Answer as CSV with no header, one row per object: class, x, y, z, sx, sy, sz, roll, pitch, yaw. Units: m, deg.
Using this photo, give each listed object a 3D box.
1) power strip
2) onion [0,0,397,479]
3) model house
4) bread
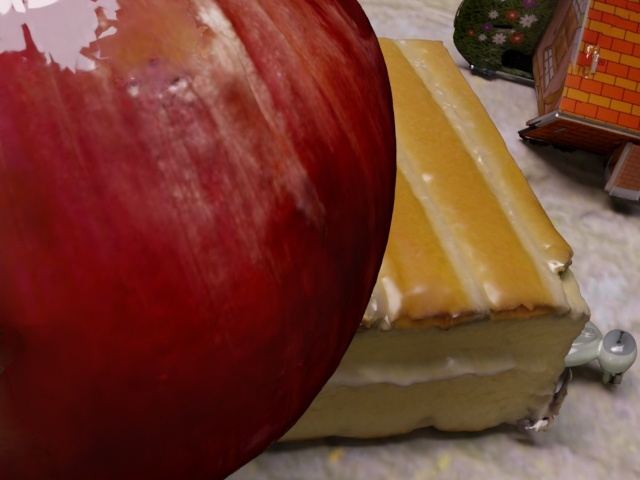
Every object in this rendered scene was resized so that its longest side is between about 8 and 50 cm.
power strip,0.146,0.064,1.171,0.083,0.035,0.055,13,34,11
onion,-0.126,-0.039,0.864,0.341,0.341,0.341,14,36,-11
model house,0.254,-0.129,1.328,0.294,0.207,0.154,13,39,-11
bread,0.000,0.000,1.102,0.239,0.111,0.246,-5,46,-27
